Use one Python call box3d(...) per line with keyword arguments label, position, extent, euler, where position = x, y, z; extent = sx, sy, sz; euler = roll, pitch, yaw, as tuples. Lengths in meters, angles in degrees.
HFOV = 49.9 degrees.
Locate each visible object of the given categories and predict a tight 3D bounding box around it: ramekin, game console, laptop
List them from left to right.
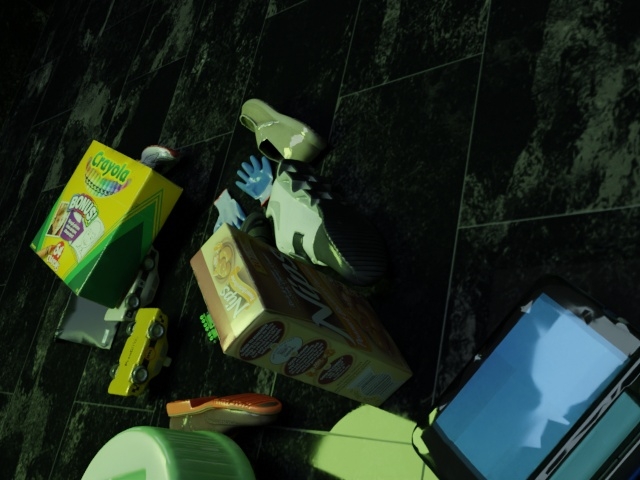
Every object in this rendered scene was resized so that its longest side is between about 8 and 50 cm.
box3d(label="laptop", position=(-0.571, 0.156, 1.744), extent=(0.264, 0.137, 0.234), euler=(-29, 42, 65))
box3d(label="ramekin", position=(-0.248, 0.427, 1.032), extent=(0.303, 0.148, 0.303), euler=(-23, 53, 35))
box3d(label="game console", position=(0.229, 0.191, 0.743), extent=(0.173, 0.250, 0.293), euler=(39, 97, 14))

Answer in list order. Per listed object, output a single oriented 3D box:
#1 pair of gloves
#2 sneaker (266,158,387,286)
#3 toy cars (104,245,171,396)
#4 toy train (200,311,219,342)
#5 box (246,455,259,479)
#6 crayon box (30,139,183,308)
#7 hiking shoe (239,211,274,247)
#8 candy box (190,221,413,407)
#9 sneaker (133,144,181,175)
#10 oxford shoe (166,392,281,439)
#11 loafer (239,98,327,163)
box3d(label="pair of gloves", position=(-0.169, -0.088, 1.480), extent=(0.198, 0.023, 0.159), euler=(-46, 42, 13))
box3d(label="sneaker", position=(0.000, 0.000, 1.204), extent=(0.146, 0.123, 0.330), euler=(-63, 38, 24))
box3d(label="toy cars", position=(-0.385, 0.174, 1.497), extent=(0.176, 0.087, 0.393), euler=(-42, 40, 17))
box3d(label="toy train", position=(-0.219, 0.172, 1.378), extent=(0.024, 0.017, 0.083), euler=(-42, 43, 5))
box3d(label="box", position=(-0.181, 0.455, 1.123), extent=(0.180, 0.078, 0.147), euler=(-39, 45, 22))
box3d(label="crayon box", position=(-0.515, -0.052, 1.622), extent=(0.363, 0.106, 0.313), euler=(25, 85, 48))
box3d(label="hiking shoe", position=(-0.096, 0.048, 1.282), extent=(0.114, 0.086, 0.226), euler=(-19, 64, 39))
box3d(label="candy box", position=(-0.022, 0.114, 0.986), extent=(0.087, 0.316, 0.183), euler=(-47, 43, 14))
box3d(label="sneaker", position=(-0.430, -0.170, 1.755), extent=(0.225, 0.088, 0.092), euler=(-27, 58, 41))
box3d(label="oxford shoe", position=(-0.164, 0.320, 1.195), extent=(0.271, 0.097, 0.098), euler=(-16, 76, 44))
box3d(label="loafer", position=(-0.098, -0.219, 1.425), extent=(0.092, 0.102, 0.268), euler=(-54, 41, -3))
